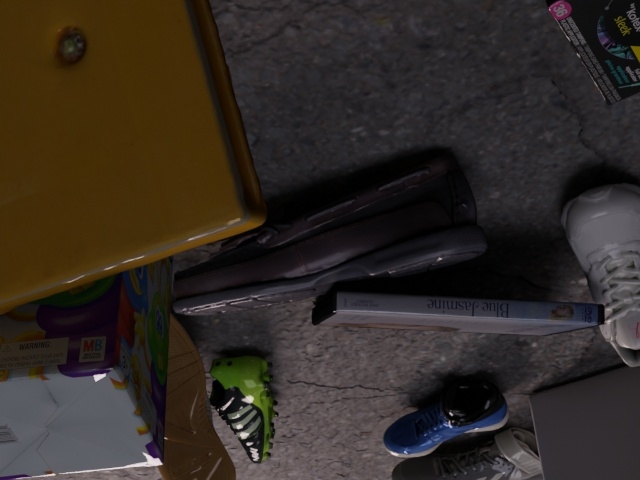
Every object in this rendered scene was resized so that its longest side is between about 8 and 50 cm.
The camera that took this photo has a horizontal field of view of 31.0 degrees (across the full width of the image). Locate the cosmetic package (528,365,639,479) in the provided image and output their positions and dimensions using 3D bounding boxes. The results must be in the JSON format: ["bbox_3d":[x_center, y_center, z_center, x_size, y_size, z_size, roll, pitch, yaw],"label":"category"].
[{"bbox_3d":[0.358,0.348,1.281,0.155,0.366,0.197,-21,141,24],"label":"cosmetic package"}]

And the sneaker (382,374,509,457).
[{"bbox_3d":[0.138,0.200,1.323,0.152,0.058,0.084,-16,146,9],"label":"sneaker"}]

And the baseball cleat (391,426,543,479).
[{"bbox_3d":[0.193,0.272,1.428,0.205,0.072,0.109,2,128,-13],"label":"baseball cleat"}]

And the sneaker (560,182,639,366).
[{"bbox_3d":[0.291,0.039,1.084,0.090,0.115,0.232,-17,140,17],"label":"sneaker"}]

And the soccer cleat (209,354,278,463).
[{"bbox_3d":[-0.087,0.189,1.303,0.072,0.060,0.179,4,136,7],"label":"soccer cleat"}]

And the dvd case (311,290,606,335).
[{"bbox_3d":[0.125,0.073,1.122,0.253,0.022,0.180,3,171,-6],"label":"dvd case"}]

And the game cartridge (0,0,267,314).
[{"bbox_3d":[-0.219,-0.098,0.763,0.323,0.285,0.052,-18,173,19],"label":"game cartridge"}]

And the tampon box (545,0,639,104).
[{"bbox_3d":[0.244,-0.192,0.797,0.161,0.101,0.120,-24,138,24],"label":"tampon box"}]

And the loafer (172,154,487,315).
[{"bbox_3d":[0.000,0.000,1.056,0.302,0.095,0.109,-13,171,19],"label":"loafer"}]

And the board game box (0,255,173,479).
[{"bbox_3d":[-0.199,0.027,0.904,0.142,0.275,0.144,-6,142,4],"label":"board game box"}]

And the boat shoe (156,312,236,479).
[{"bbox_3d":[-0.170,0.166,1.231,0.098,0.096,0.277,-22,126,-12],"label":"boat shoe"}]
